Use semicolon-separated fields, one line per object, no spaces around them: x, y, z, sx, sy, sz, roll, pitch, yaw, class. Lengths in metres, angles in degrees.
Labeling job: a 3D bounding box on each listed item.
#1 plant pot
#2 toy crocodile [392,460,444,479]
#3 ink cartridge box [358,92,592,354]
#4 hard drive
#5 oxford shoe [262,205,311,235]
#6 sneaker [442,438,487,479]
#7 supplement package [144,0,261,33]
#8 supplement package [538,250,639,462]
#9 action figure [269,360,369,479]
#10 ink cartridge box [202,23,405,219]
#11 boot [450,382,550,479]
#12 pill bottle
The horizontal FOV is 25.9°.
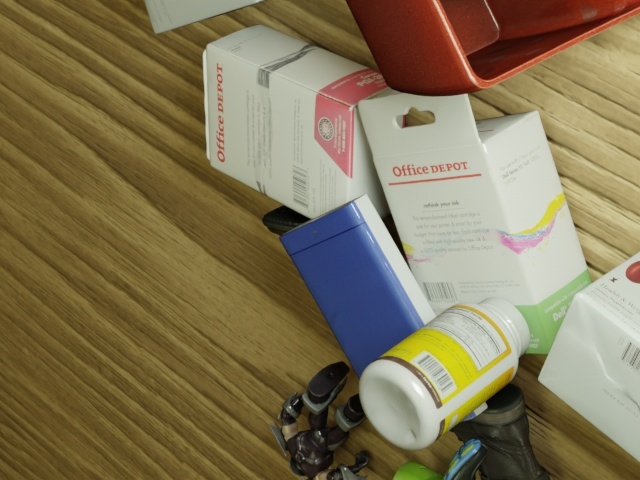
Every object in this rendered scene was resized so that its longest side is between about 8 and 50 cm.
0.161;-0.303;1.552;0.267;0.267;0.236;63;155;-2;plant pot
0.151;0.475;2.148;0.115;0.105;0.340;33;135;32;toy crocodile
0.199;-0.040;1.760;0.207;0.119;0.353;-3;111;50;ink cartridge box
0.079;0.106;1.872;0.318;0.040;0.210;60;150;-3;hard drive
0.000;0.000;2.051;0.227;0.083;0.096;17;128;44;oxford shoe
0.201;0.356;1.908;0.078;0.067;0.188;15;109;10;sneaker
-0.132;-0.383;1.918;0.244;0.139;0.133;-5;107;51;supplement package
0.396;0.125;1.567;0.194;0.203;0.149;40;137;25;supplement package
0.010;0.306;2.222;0.185;0.099;0.285;43;143;13;action figure
-0.025;-0.160;1.948;0.283;0.117;0.207;28;132;35;ink cartridge box
0.226;0.302;1.974;0.263;0.091;0.229;12;129;53;boot
0.154;0.151;1.659;0.117;0.215;0.117;28;133;35;pill bottle
